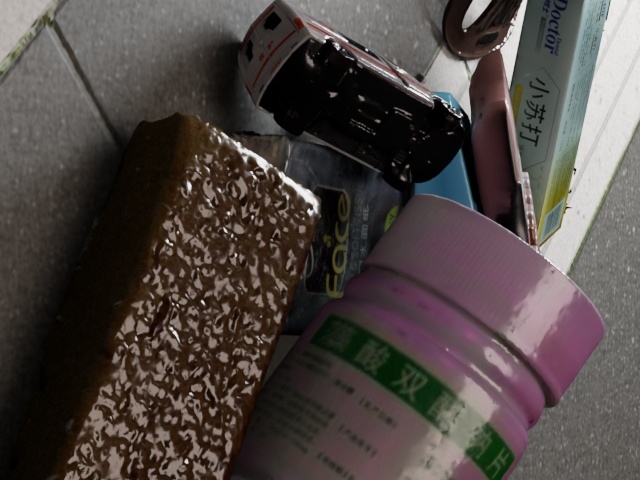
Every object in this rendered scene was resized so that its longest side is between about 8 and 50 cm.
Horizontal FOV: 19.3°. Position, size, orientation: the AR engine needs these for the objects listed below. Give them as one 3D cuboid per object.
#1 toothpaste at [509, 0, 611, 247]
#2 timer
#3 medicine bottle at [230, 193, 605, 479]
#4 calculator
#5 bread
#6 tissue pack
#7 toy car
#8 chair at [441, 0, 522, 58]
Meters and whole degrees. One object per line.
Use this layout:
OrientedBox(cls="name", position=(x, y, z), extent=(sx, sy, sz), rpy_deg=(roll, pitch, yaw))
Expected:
OrientedBox(cls="toothpaste", position=(0.238, -0.139, 1.958), extent=(0.089, 0.071, 0.313), rpy_deg=(-37, 143, -50))
OrientedBox(cls="timer", position=(0.140, -0.013, 1.822), extent=(0.232, 0.091, 0.250), rpy_deg=(12, 77, -79))
OrientedBox(cls="medicine bottle", position=(0.065, 0.146, 1.569), extent=(0.325, 0.212, 0.212), rpy_deg=(-52, 137, -12))
OrientedBox(cls="calculator", position=(0.192, -0.009, 1.863), extent=(0.220, 0.048, 0.330), rpy_deg=(-85, 162, -67))
OrientedBox(cls="bread", position=(-0.132, 0.110, 1.415), extent=(0.165, 0.113, 0.416), rpy_deg=(37, 60, -32))
OrientedBox(cls="tissue pack", position=(0.000, 0.000, 1.675), extent=(0.235, 0.073, 0.173), rpy_deg=(9, 84, -59))
OrientedBox(cls="toy car", position=(0.028, -0.127, 1.631), extent=(0.209, 0.108, 0.089), rpy_deg=(25, 110, -33))
OrientedBox(cls="chair", position=(0.198, -0.370, 1.939), extent=(0.326, 0.183, 0.175), rpy_deg=(-51, 163, 29))
